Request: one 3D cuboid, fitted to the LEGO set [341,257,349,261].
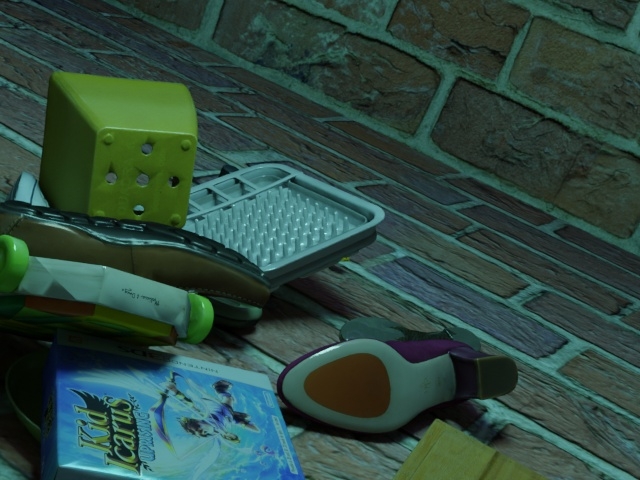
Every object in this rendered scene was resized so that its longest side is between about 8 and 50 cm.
[{"bbox_3d":[0.000,0.000,1.978,0.093,0.087,0.227,12,10,29],"label":"LEGO set"}]

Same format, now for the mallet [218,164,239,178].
[{"bbox_3d":[-0.186,-0.094,2.093,0.039,0.062,0.189,20,17,-2],"label":"mallet"}]

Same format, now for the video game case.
[{"bbox_3d":[-0.149,0.194,1.098,0.244,0.061,0.269,14,18,-19],"label":"video game case"}]

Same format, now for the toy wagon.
[{"bbox_3d":[-0.299,0.070,1.231,0.344,0.068,0.267,-7,-21,42],"label":"toy wagon"}]

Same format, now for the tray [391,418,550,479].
[{"bbox_3d":[0.110,0.323,0.974,0.203,0.076,0.411,27,30,15],"label":"tray"}]

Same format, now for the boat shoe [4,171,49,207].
[{"bbox_3d":[-0.413,-0.018,1.571,0.076,0.083,0.226,28,25,-22],"label":"boat shoe"}]

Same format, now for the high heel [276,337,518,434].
[{"bbox_3d":[0.076,0.194,1.516,0.377,0.127,0.181,6,-6,-32],"label":"high heel"}]

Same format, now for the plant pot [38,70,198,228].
[{"bbox_3d":[-0.280,-0.113,1.612,0.212,0.212,0.187,2,19,-26],"label":"plant pot"}]

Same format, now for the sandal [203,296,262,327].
[{"bbox_3d":[-0.219,0.035,1.600,0.303,0.086,0.120,21,16,-1],"label":"sandal"}]

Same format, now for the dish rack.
[{"bbox_3d":[-0.091,-0.017,1.763,0.286,0.072,0.333,-23,31,-33],"label":"dish rack"}]

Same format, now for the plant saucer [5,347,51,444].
[{"bbox_3d":[-0.224,0.190,1.196,0.241,0.037,0.241,20,16,-6],"label":"plant saucer"}]

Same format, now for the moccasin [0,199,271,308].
[{"bbox_3d":[-0.251,0.049,1.460,0.380,0.147,0.139,9,7,-25],"label":"moccasin"}]

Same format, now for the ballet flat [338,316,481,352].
[{"bbox_3d":[0.135,0.165,1.711,0.250,0.058,0.084,5,44,-30],"label":"ballet flat"}]
